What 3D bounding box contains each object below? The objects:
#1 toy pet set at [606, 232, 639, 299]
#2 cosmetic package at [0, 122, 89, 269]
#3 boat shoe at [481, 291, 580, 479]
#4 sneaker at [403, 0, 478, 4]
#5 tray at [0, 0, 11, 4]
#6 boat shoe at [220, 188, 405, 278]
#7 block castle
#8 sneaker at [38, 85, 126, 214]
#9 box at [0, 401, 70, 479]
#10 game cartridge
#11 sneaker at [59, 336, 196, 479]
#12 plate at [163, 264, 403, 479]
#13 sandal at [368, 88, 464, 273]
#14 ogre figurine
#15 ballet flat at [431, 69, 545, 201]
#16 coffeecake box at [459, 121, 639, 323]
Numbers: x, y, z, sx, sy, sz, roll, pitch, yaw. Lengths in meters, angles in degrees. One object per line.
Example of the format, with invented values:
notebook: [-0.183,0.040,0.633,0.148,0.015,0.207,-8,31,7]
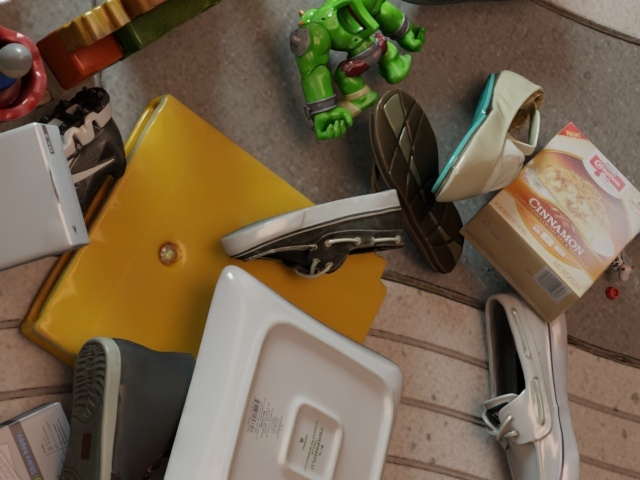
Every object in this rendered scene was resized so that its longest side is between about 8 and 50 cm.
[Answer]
toy pet set: [0.390,0.004,2.125,0.122,0.065,0.114,-10,87,-33]
cosmetic package: [-0.331,-0.017,1.603,0.231,0.085,0.117,-15,91,4]
boat shoe: [0.220,0.185,1.976,0.088,0.096,0.267,6,78,-27]
sneaker: [0.162,-0.346,2.021,0.226,0.086,0.163,-10,97,-40]
tray: [-0.361,-0.311,1.535,0.145,0.030,0.270,-12,80,-22]
boat shoe: [0.000,0.000,1.826,0.219,0.078,0.070,-14,90,-36]
block castle: [-0.229,-0.318,1.710,0.453,0.213,0.303,-37,102,-31]
sneaker: [-0.274,-0.040,1.715,0.234,0.078,0.106,-38,122,-19]
box: [-0.299,0.250,1.679,0.186,0.038,0.145,-23,94,-31]
game cartridge: [-0.103,0.059,1.828,0.323,0.052,0.285,38,65,-24]
sneaker: [-0.170,0.205,1.691,0.118,0.083,0.222,10,86,-36]
plate: [-0.022,0.199,1.765,0.278,0.045,0.277,33,62,-39]
sandal: [0.093,-0.059,1.950,0.090,0.060,0.219,-52,130,-35]
ogre figurine: [0.035,-0.205,1.924,0.197,0.097,0.118,-38,114,-19]
ballet flat: [0.190,-0.106,1.959,0.086,0.086,0.248,49,37,-16]
coffeecake box: [0.264,-0.022,2.011,0.142,0.068,0.185,46,50,2]
